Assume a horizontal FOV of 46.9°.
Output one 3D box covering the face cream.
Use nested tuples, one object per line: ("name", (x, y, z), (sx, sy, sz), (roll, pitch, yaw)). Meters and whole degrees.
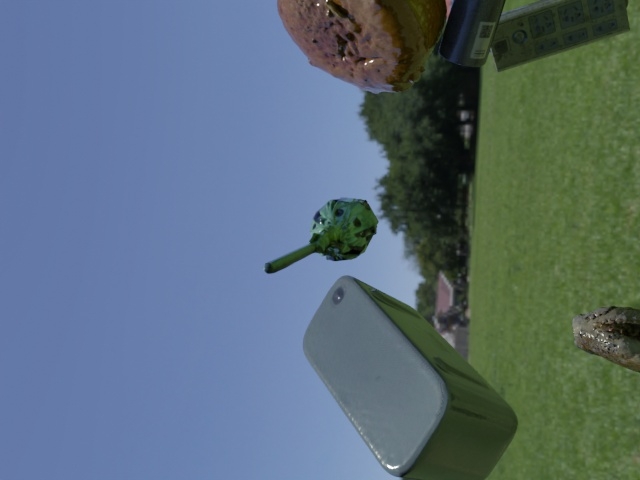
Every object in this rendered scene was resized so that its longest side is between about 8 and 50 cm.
("face cream", (0.235, -0.383, 1.019), (0.073, 0.073, 0.284), (-71, -5, -56))

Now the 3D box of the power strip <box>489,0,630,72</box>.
("power strip", (0.365, -0.345, 1.201), (0.034, 0.267, 0.092), (-81, -28, -57))

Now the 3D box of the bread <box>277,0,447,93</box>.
("bread", (0.068, -0.333, 1.097), (0.146, 0.268, 0.268), (-52, -24, -20))

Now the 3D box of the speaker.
("speaker", (0.143, 0.232, 1.260), (0.183, 0.184, 0.406), (-59, 33, 11))

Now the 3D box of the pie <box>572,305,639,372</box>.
("pie", (0.448, 0.149, 1.042), (0.163, 0.193, 0.079), (129, 162, -76))

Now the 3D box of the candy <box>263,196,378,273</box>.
("candy", (0.000, 0.000, 0.885), (0.083, 0.091, 0.305), (53, -161, 4))
